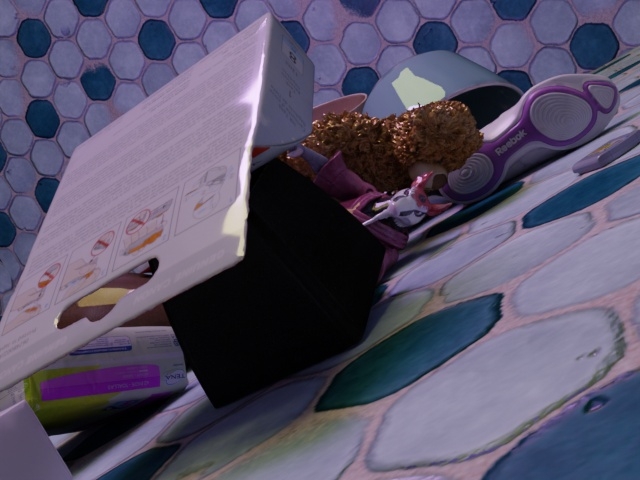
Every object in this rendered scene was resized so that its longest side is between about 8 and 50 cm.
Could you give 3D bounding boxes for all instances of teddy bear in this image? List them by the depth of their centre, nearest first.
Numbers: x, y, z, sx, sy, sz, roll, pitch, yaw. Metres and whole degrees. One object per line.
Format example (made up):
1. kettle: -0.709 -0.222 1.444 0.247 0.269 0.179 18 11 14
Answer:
1. teddy bear: 0.069 -0.109 1.232 0.337 0.245 0.113 1 56 18

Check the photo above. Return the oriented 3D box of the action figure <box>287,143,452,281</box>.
1. action figure: 0.006 0.020 1.130 0.370 0.248 0.276 -19 -33 13

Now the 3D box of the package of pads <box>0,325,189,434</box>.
1. package of pads: -0.352 0.197 1.094 0.229 0.101 0.296 1 -21 -45

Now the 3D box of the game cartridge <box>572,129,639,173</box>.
1. game cartridge: 0.349 -0.108 1.006 0.083 0.017 0.056 -32 8 -24

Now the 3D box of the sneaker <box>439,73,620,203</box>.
1. sneaker: 0.317 -0.170 1.317 0.305 0.114 0.152 -29 5 14

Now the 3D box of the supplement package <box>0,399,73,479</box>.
1. supplement package: -0.363 0.259 0.842 0.105 0.105 0.179 -28 4 31

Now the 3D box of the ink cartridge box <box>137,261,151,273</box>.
1. ink cartridge box: -0.137 -0.066 1.391 0.271 0.130 0.309 -33 -15 24

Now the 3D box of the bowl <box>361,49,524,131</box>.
1. bowl: 0.197 -0.220 1.513 0.311 0.163 0.312 -23 -29 -14

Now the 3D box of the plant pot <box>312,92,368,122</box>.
1. plant pot: 0.000 -0.147 1.662 0.284 0.191 0.284 -24 17 7

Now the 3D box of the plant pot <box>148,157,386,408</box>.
1. plant pot: -0.063 0.027 0.863 0.188 0.167 0.187 -27 20 25

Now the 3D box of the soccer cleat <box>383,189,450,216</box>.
1. soccer cleat: 0.163 -0.085 1.448 0.318 0.109 0.116 -34 5 -13

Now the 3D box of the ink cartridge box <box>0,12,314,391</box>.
1. ink cartridge box: -0.152 -0.029 0.821 0.308 0.091 0.385 -28 36 23

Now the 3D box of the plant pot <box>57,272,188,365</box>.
1. plant pot: -0.283 0.140 1.325 0.230 0.216 0.215 -11 12 27
